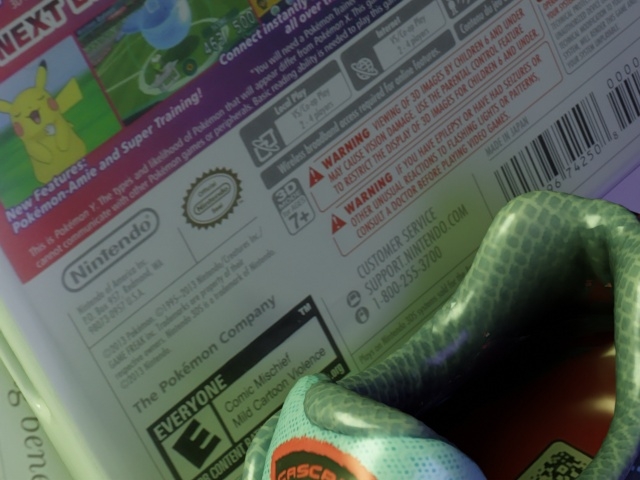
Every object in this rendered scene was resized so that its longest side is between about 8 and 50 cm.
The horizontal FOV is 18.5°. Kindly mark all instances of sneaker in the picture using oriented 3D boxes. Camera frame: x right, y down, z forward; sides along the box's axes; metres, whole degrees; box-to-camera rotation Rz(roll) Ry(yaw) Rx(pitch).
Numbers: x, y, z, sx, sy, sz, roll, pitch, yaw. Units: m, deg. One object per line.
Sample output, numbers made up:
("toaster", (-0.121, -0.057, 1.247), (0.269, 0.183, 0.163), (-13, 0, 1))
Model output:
("sneaker", (-0.002, 0.085, 0.419), (0.262, 0.104, 0.125), (-47, 140, -32))

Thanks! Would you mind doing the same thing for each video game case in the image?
("video game case", (-0.008, -0.054, 0.455), (0.201, 0.023, 0.183), (-39, 117, -24))

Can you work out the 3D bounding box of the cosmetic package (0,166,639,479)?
("cosmetic package", (0.000, 0.000, 0.576), (0.385, 0.156, 0.217), (-18, 108, -32))
